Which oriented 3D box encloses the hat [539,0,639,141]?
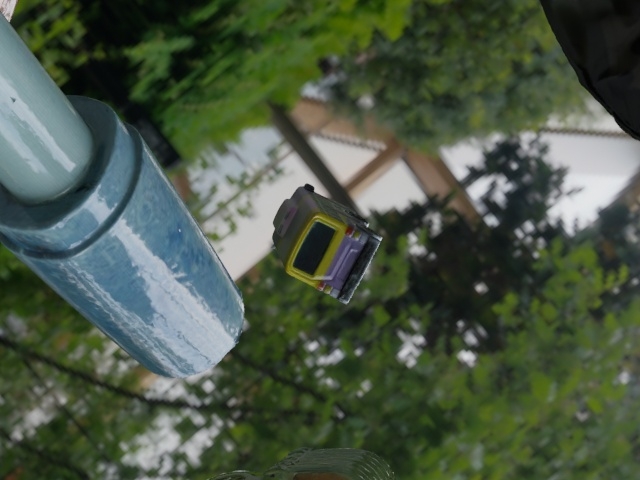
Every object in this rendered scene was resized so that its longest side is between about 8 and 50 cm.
[{"bbox_3d":[0.344,-0.248,0.940,0.382,0.257,0.366,-35,-136,4],"label":"hat"}]

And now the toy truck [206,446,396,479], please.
[{"bbox_3d":[0.020,0.149,0.550,0.085,0.191,0.116,-20,122,-74],"label":"toy truck"}]

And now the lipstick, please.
[{"bbox_3d":[-0.104,-0.030,0.518,0.061,0.274,0.068,13,-115,27],"label":"lipstick"}]

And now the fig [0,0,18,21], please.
[{"bbox_3d":[-0.230,-0.177,0.619,0.224,0.224,0.263,-52,160,-67],"label":"fig"}]

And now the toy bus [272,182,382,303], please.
[{"bbox_3d":[0.000,0.000,0.889,0.052,0.058,0.102,-62,-167,8],"label":"toy bus"}]
